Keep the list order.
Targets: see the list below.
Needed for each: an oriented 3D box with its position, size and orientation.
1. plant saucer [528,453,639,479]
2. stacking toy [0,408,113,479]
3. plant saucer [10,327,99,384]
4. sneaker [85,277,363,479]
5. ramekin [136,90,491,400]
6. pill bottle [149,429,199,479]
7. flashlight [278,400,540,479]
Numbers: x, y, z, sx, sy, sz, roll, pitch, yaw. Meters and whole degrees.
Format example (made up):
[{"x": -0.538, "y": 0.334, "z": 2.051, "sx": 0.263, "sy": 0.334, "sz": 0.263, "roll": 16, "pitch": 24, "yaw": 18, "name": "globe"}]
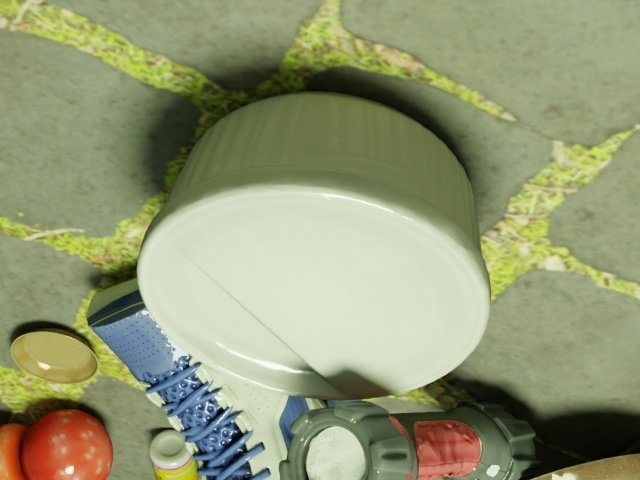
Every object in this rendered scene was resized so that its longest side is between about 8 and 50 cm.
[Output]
[{"x": 0.243, "y": 0.246, "z": 1.652, "sx": 0.199, "sy": 0.036, "sz": 0.198, "roll": -12, "pitch": 157, "yaw": -5, "name": "plant saucer"}, {"x": -0.354, "y": 0.237, "z": 1.781, "sx": 0.330, "sy": 0.141, "sz": 0.141, "roll": -18, "pitch": 134, "yaw": 20, "name": "stacking toy"}, {"x": -0.247, "y": 0.105, "z": 1.666, "sx": 0.083, "sy": 0.015, "sz": 0.083, "roll": 6, "pitch": 141, "yaw": 4, "name": "plant saucer"}, {"x": -0.070, "y": 0.169, "z": 1.575, "sx": 0.127, "sy": 0.182, "sz": 0.315, "roll": -23, "pitch": 131, "yaw": 32, "name": "sneaker"}, {"x": 0.000, "y": 0.000, "z": 1.397, "sx": 0.273, "sy": 0.127, "sz": 0.273, "roll": 5, "pitch": 141, "yaw": 4, "name": "ramekin"}, {"x": -0.144, "y": 0.227, "z": 1.771, "sx": 0.043, "sy": 0.043, "sz": 0.083, "roll": 3, "pitch": 140, "yaw": 8, "name": "pill bottle"}, {"x": 0.089, "y": 0.184, "z": 1.511, "sx": 0.103, "sy": 0.103, "sz": 0.304, "roll": -20, "pitch": 165, "yaw": 32, "name": "flashlight"}]
